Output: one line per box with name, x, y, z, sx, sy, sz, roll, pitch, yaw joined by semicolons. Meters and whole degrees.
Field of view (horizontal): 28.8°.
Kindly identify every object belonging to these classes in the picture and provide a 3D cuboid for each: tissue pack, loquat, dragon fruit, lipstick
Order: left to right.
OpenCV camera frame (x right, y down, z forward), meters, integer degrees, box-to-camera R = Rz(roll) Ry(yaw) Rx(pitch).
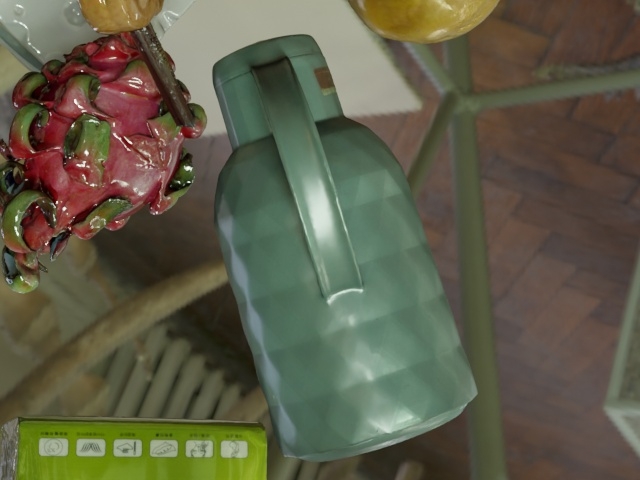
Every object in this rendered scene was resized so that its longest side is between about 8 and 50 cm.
dragon fruit;-0.252;-0.095;1.313;0.198;0.272;0.218;54;157;7
tissue pack;-0.219;0.285;1.412;0.274;0.167;0.200;5;169;-19
lipstick;-0.161;-0.183;1.176;0.027;0.027;0.176;-1;126;36
loquat;0.150;-0.381;1.752;0.238;0.238;0.193;-3;133;38

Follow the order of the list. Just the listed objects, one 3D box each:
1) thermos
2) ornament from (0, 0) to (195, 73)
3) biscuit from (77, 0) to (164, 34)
thermos;0.000;0.000;0.853;0.145;0.287;0.182;-18;-179;-2
ornament;-0.313;-0.331;1.603;0.240;0.240;0.239;43;172;-16
biscuit;-0.137;-0.288;0.744;0.047;0.334;0.202;-11;151;11
